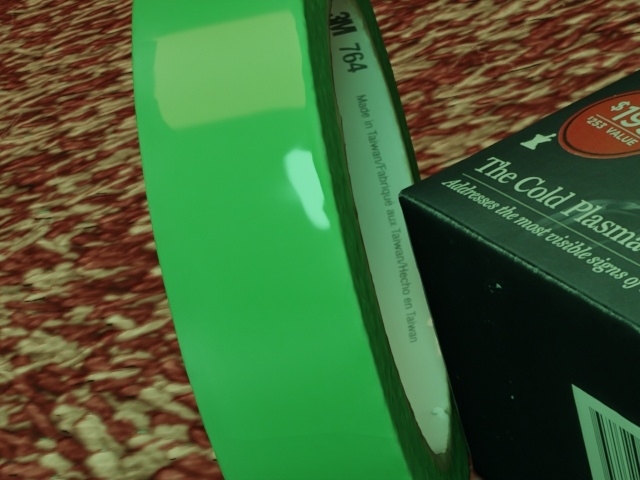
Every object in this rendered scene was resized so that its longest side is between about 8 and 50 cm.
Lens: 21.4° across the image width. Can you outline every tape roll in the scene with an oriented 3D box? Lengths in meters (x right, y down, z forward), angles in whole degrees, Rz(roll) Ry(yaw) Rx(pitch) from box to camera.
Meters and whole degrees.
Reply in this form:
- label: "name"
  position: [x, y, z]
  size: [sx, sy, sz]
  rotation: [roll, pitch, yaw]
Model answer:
- label: "tape roll"
  position: [0.000, 0.000, 0.809]
  size: [0.077, 0.321, 0.321]
  rotation: [-12, 28, 9]

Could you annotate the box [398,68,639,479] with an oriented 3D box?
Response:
- label: "box"
  position: [0.263, 0.033, 0.750]
  size: [0.313, 0.179, 0.343]
  rotation: [-27, 29, -19]
